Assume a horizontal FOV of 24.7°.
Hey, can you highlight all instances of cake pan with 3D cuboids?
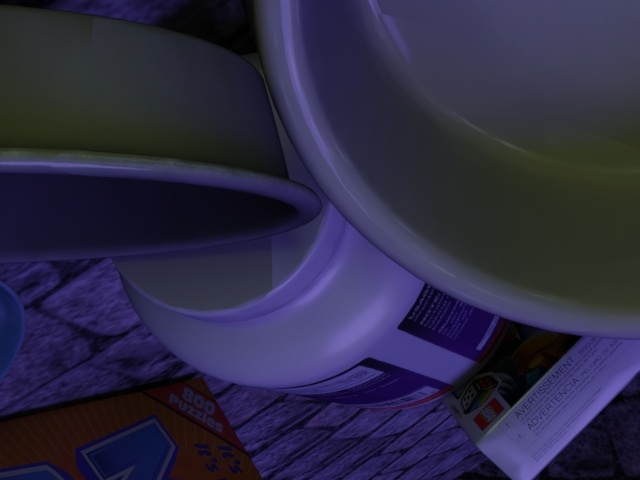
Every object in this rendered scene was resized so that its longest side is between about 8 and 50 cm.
[{"bbox_3d":[-0.146,-0.029,0.537,0.293,0.054,0.293,-3,174,0],"label":"cake pan"}]

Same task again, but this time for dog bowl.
[{"bbox_3d":[0.130,-0.109,0.561,0.349,0.349,0.102,-43,-158,28],"label":"dog bowl"}]

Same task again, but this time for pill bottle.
[{"bbox_3d":[0.000,0.000,0.842,0.181,0.181,0.323,-36,161,10],"label":"pill bottle"}]

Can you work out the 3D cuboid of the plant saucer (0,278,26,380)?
[{"bbox_3d":[-0.312,0.093,0.787,0.318,0.043,0.317,-29,162,-11],"label":"plant saucer"}]

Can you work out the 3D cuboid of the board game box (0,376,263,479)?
[{"bbox_3d":[-0.222,0.371,1.132,0.357,0.356,0.356,-7,148,-52],"label":"board game box"}]

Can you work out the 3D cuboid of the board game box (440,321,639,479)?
[{"bbox_3d":[0.147,0.033,1.040,0.193,0.053,0.305,-46,-161,2],"label":"board game box"}]
